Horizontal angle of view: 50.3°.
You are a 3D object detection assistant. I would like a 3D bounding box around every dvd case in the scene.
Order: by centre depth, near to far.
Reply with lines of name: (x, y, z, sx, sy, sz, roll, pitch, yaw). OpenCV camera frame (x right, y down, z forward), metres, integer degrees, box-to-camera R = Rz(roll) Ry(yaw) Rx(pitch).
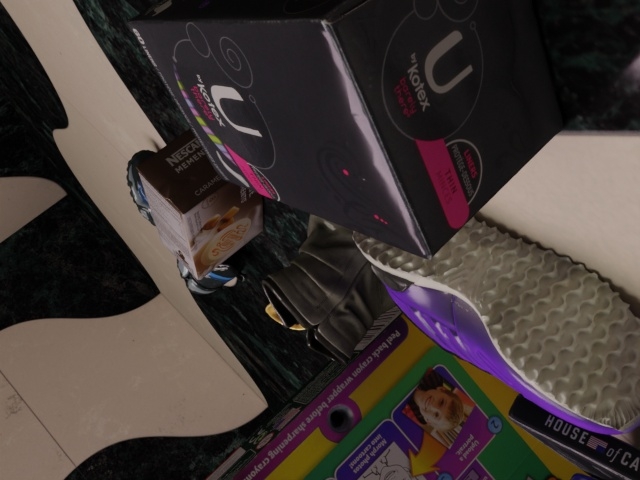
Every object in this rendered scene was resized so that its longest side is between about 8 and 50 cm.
dvd case: (0.289, 0.213, 0.565, 0.239, 0.029, 0.179, 36, 170, -32)

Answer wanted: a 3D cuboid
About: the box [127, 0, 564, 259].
box: (0.005, -0.120, 0.488, 0.270, 0.143, 0.165, 22, 148, 52)

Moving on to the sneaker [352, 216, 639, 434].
sneaker: (0.160, 0.071, 0.605, 0.293, 0.102, 0.146, 40, 164, 39)

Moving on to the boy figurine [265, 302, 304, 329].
boy figurine: (0.028, 0.130, 1.009, 0.285, 0.092, 0.177, 31, 157, 36)

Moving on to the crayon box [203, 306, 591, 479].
crayon box: (0.085, 0.286, 0.757, 0.313, 0.363, 0.106, 50, 161, -3)

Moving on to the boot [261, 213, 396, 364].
boot: (0.000, 0.000, 0.702, 0.246, 0.161, 0.083, 54, 160, -14)

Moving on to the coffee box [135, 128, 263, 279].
coffee box: (-0.165, -0.056, 0.996, 0.098, 0.141, 0.246, 45, 160, 13)

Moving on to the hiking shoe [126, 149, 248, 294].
hiking shoe: (-0.245, -0.048, 1.293, 0.132, 0.113, 0.304, -22, 103, 39)

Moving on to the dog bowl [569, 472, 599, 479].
dog bowl: (0.317, 0.315, 0.582, 0.265, 0.104, 0.265, 31, 170, 6)
